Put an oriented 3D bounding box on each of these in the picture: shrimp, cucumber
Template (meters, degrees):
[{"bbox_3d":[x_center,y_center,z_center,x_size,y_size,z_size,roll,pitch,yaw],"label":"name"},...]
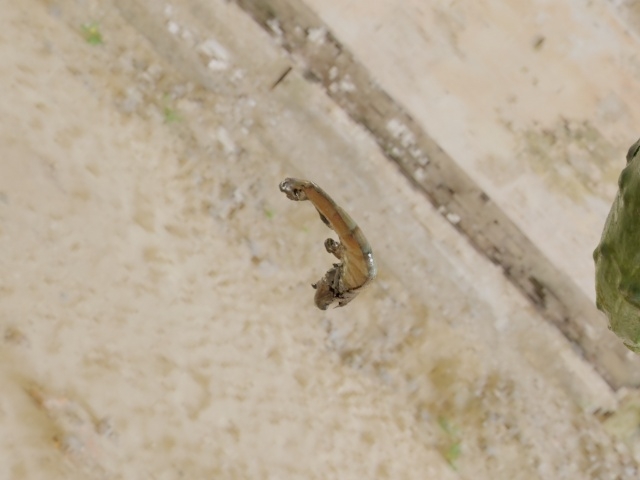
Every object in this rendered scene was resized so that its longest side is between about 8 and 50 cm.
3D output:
[{"bbox_3d":[-0.003,0.002,1.279,0.148,0.035,0.195,51,-25,6],"label":"shrimp"},{"bbox_3d":[0.262,0.004,0.852,0.134,0.244,0.134,6,46,-6],"label":"cucumber"}]
